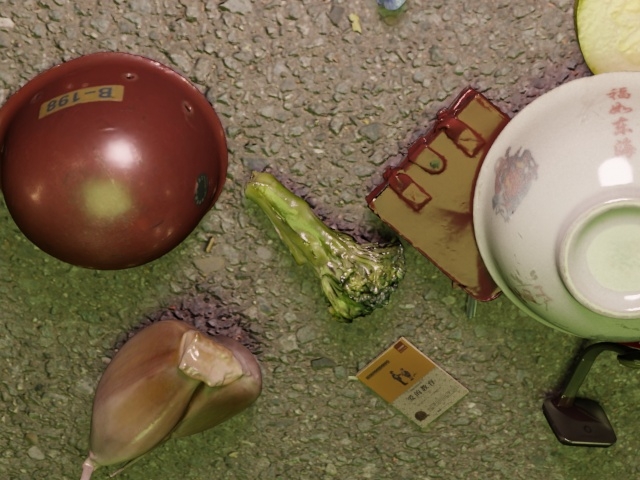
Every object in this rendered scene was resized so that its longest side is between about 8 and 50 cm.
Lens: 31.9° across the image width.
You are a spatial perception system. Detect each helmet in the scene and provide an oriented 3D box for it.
[{"bbox_3d":[-0.337,-0.082,1.689,0.385,0.230,0.337,-7,121,4],"label":"helmet"}]

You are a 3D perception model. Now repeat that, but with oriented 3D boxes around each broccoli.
[{"bbox_3d":[0.001,-0.003,1.793,0.304,0.145,0.165,39,154,-9],"label":"broccoli"}]

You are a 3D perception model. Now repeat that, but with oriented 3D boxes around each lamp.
[{"bbox_3d":[0.523,0.244,1.896,0.203,0.124,0.283,8,138,-17],"label":"lamp"}]

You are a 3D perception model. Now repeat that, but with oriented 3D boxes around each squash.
[{"bbox_3d":[0.491,-0.331,1.618,0.252,0.049,0.252,0,119,1],"label":"squash"}]

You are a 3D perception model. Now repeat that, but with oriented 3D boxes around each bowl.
[{"bbox_3d":[0.429,-0.009,1.585,0.435,0.196,0.434,4,112,9],"label":"bowl"}]

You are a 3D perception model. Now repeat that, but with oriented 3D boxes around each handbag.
[{"bbox_3d":[0.245,-0.067,1.749,0.275,0.084,0.260,40,109,-16],"label":"handbag"}]

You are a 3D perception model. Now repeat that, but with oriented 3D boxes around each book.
[{"bbox_3d":[0.164,0.255,1.998,0.172,0.012,0.118,39,114,-19],"label":"book"}]

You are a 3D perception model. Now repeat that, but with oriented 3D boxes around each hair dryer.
[{"bbox_3d":[0.250,0.095,1.889,0.063,0.037,0.114,1,128,1],"label":"hair dryer"}]

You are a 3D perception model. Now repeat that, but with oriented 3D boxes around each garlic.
[{"bbox_3d":[-0.252,0.286,1.904,0.231,0.246,0.340,34,101,-30],"label":"garlic"}]

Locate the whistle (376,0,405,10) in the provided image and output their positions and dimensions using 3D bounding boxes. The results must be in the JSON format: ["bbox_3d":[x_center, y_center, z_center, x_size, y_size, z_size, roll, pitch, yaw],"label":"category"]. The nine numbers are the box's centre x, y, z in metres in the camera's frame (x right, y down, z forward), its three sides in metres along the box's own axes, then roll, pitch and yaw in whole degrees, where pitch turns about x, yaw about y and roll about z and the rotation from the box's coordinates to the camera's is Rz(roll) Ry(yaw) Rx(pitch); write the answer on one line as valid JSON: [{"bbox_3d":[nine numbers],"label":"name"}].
[{"bbox_3d":[0.075,-0.467,1.538,0.062,0.062,0.304,-12,120,9],"label":"whistle"}]

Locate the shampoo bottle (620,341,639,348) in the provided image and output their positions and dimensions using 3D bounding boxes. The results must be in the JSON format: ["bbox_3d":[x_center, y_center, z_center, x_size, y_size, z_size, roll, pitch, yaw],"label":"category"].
[{"bbox_3d":[0.589,0.141,1.878,0.314,0.076,0.118,13,135,-6],"label":"shampoo bottle"}]
